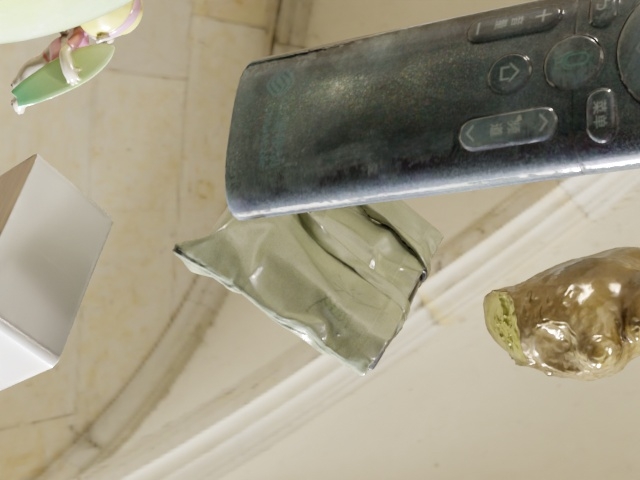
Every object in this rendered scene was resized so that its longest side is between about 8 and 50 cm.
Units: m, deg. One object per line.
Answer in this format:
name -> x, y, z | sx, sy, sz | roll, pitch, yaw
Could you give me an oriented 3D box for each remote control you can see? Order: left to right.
remote control -> 0.117, -0.080, 0.637 | 0.378, 0.044, 0.107 | -7, -111, 31

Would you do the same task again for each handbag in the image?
handbag -> 0.002, 0.004, 1.411 | 0.253, 0.316, 0.109 | 34, -55, 1

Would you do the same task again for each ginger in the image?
ginger -> 0.327, 0.066, 1.336 | 0.219, 0.270, 0.123 | 14, -56, 70

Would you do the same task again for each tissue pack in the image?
tissue pack -> -0.381, 0.044, 1.511 | 0.159, 0.136, 0.246 | -25, -144, 36

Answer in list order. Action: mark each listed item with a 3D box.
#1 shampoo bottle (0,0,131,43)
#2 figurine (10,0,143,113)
shampoo bottle -> -0.146, -0.250, 0.445 | 0.322, 0.323, 0.317 | 59, -18, 17
figurine -> -0.236, -0.189, 1.142 | 0.187, 0.083, 0.083 | -36, -107, 28
